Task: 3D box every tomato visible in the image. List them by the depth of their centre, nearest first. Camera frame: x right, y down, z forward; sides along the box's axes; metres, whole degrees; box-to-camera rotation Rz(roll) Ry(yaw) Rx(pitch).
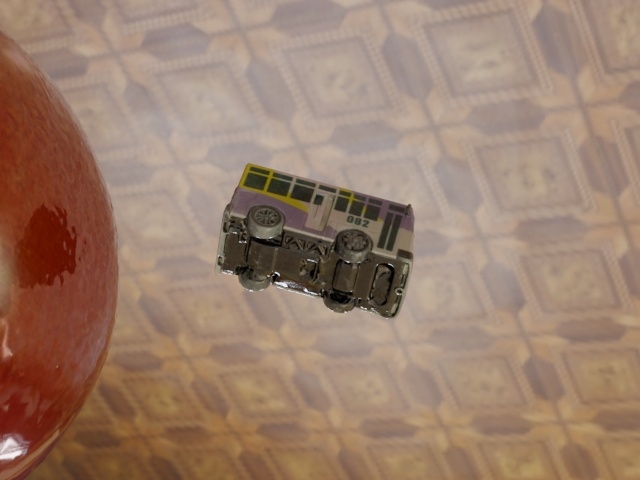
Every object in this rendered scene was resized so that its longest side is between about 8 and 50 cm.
[{"bbox_3d":[-0.266,0.020,0.690,0.325,0.289,0.293,-22,163,-4],"label":"tomato"}]

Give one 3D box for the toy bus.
[{"bbox_3d":[0.000,0.000,0.736,0.102,0.058,0.052,15,133,2],"label":"toy bus"}]
